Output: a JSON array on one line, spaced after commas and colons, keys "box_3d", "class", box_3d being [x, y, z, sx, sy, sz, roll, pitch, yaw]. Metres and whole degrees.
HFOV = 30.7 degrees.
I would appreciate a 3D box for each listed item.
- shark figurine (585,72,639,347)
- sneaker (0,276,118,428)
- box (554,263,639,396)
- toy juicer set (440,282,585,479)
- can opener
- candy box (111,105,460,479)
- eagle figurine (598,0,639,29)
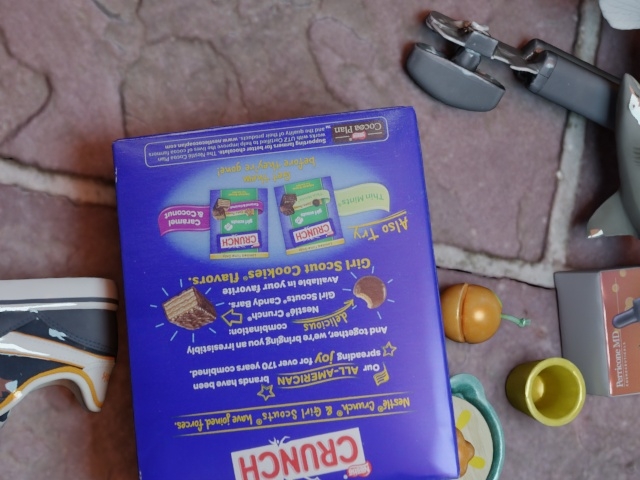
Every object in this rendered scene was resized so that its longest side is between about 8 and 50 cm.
[{"box_3d": [0.324, -0.006, 1.158, 0.116, 0.166, 0.278, -17, 60, 16], "class": "shark figurine"}, {"box_3d": [-0.325, 0.097, 0.970, 0.321, 0.126, 0.128, 0, 82, -21], "class": "sneaker"}, {"box_3d": [0.345, 0.089, 1.220, 0.170, 0.091, 0.130, -5, 89, -19], "class": "box"}, {"box_3d": [0.093, 0.176, 1.130, 0.329, 0.089, 0.209, -39, 100, -16], "class": "toy juicer set"}, {"box_3d": [0.222, -0.156, 1.212, 0.283, 0.076, 0.095, 22, 113, -17], "class": "can opener"}, {"box_3d": [-0.032, 0.063, 1.014, 0.268, 0.122, 0.317, -6, 80, 2], "class": "candy box"}, {"box_3d": [0.431, -0.188, 1.112, 0.225, 0.226, 0.298, -35, 65, 13], "class": "eagle figurine"}]
